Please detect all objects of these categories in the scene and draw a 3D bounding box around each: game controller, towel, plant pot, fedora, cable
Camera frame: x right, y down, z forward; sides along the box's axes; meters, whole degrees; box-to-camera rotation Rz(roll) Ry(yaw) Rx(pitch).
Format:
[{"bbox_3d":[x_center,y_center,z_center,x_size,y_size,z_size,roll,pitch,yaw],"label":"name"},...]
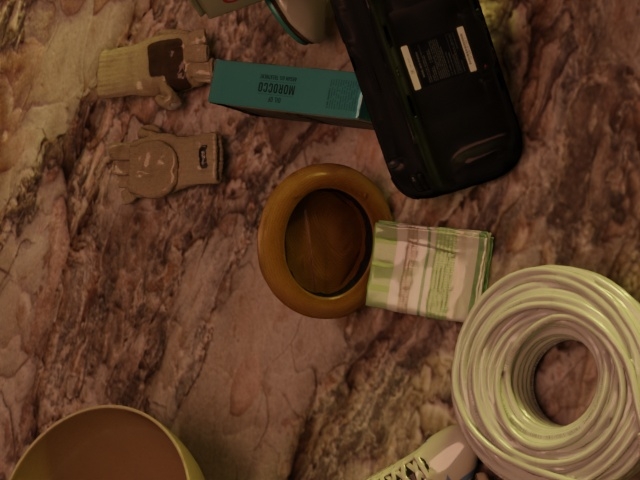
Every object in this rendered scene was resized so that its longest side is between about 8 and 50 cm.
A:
[{"bbox_3d":[0.122,-0.210,1.630,0.166,0.067,0.319,-18,100,7],"label":"game controller"},{"bbox_3d":[0.130,0.037,1.675,0.152,0.023,0.113,8,89,24],"label":"towel"},{"bbox_3d":[-0.250,0.377,1.809,0.284,0.191,0.284,-10,64,22],"label":"plant pot"},{"bbox_3d":[0.000,0.000,1.735,0.079,0.194,0.194,-172,90,-73],"label":"fedora"},{"bbox_3d":[0.271,0.157,1.542,0.257,0.089,0.257,-1,84,36],"label":"cable"}]

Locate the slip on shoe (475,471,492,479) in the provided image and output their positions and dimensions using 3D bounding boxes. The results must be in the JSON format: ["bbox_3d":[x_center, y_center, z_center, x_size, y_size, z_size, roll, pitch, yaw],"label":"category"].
[{"bbox_3d":[0.216,0.329,1.594,0.041,0.051,0.135,-16,62,-7],"label":"slip on shoe"}]

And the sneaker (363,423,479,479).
[{"bbox_3d":[0.093,0.304,1.648,0.237,0.086,0.085,-42,59,15],"label":"sneaker"}]

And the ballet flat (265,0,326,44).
[{"bbox_3d":[-0.066,-0.440,1.825,0.139,0.139,0.400,-42,60,25],"label":"ballet flat"}]

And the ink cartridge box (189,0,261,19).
[{"bbox_3d":[-0.008,-0.431,1.597,0.384,0.279,0.160,-18,74,5],"label":"ink cartridge box"}]

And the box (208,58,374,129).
[{"bbox_3d":[-0.018,-0.187,1.775,0.244,0.100,0.060,11,90,35],"label":"box"}]

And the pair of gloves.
[{"bbox_3d":[-0.223,-0.178,1.957,0.204,0.042,0.240,-12,80,31],"label":"pair of gloves"}]
